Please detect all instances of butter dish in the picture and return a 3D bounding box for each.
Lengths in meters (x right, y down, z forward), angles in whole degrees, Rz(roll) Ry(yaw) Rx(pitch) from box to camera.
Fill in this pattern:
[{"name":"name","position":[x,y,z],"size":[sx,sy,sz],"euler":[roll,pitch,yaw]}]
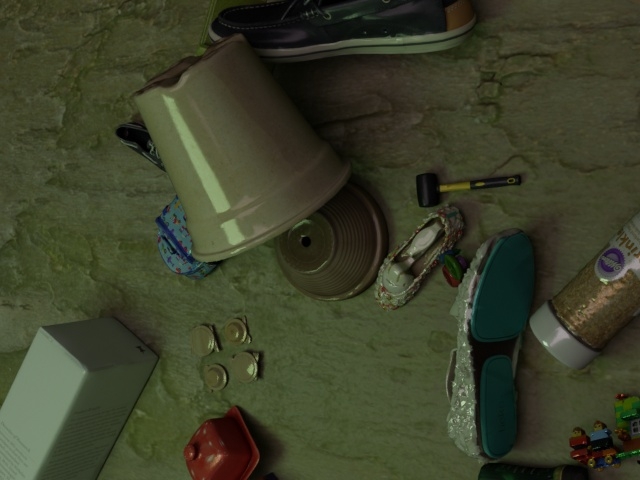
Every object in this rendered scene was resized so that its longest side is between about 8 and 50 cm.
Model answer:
[{"name":"butter dish","position":[-0.218,0.427,1.933],"size":[0.160,0.118,0.160],"euler":[-56,40,19]}]

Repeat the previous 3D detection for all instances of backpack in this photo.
[{"name":"backpack","position":[-0.263,-0.006,1.961],"size":[0.173,0.117,0.158],"euler":[-43,72,26]}]

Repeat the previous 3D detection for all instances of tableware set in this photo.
[{"name":"tableware set","position":[-0.196,0.232,1.988],"size":[0.168,0.020,0.141],"euler":[-17,82,29]}]

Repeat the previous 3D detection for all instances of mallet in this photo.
[{"name":"mallet","position":[0.259,-0.088,1.721],"size":[0.189,0.039,0.062],"euler":[3,92,25]}]

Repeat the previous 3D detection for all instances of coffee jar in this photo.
[{"name":"coffee jar","position":[0.366,0.430,1.655],"size":[0.184,0.079,0.096],"euler":[-6,89,28]}]

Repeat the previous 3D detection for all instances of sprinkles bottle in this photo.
[{"name":"sprinkles bottle","position":[0.495,0.048,1.547],"size":[0.121,0.121,0.355],"euler":[48,112,19]}]

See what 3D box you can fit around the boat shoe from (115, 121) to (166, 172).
[{"name":"boat shoe","position":[-0.345,-0.188,2.026],"size":[0.206,0.065,0.075],"euler":[31,106,24]}]

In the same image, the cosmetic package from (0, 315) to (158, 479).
[{"name":"cosmetic package","position":[-0.558,0.397,2.073],"size":[0.161,0.230,0.453],"euler":[37,108,23]}]

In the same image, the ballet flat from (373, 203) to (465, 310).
[{"name":"ballet flat","position":[0.164,0.031,1.751],"size":[0.091,0.077,0.241],"euler":[43,111,20]}]

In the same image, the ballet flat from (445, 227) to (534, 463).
[{"name":"ballet flat","position":[0.271,0.177,1.676],"size":[0.147,0.147,0.409],"euler":[7,95,28]}]

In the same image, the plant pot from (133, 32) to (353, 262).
[{"name":"plant pot","position":[-0.161,-0.180,1.714],"size":[0.334,0.334,0.305],"euler":[-21,110,28]}]

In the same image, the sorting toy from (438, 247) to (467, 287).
[{"name":"sorting toy","position":[0.241,0.043,1.709],"size":[0.042,0.102,0.061],"euler":[-28,73,-10]}]

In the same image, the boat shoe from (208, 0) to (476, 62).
[{"name":"boat shoe","position":[0.026,-0.417,1.733],"size":[0.500,0.187,0.156],"euler":[1,123,23]}]

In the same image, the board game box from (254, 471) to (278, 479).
[{"name":"board game box","position":[-0.096,0.545,1.876],"size":[0.048,0.141,0.170],"euler":[-46,72,25]}]

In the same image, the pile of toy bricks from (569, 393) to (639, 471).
[{"name":"pile of toy bricks","position":[0.503,0.297,1.574],"size":[0.212,0.118,0.105],"euler":[-24,48,36]}]

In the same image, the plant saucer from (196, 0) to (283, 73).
[{"name":"plant saucer","position":[-0.162,-0.428,1.928],"size":[0.188,0.045,0.188],"euler":[23,103,26]}]

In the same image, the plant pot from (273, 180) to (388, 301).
[{"name":"plant pot","position":[0.000,0.000,1.822],"size":[0.237,0.110,0.237],"euler":[1,92,27]}]
